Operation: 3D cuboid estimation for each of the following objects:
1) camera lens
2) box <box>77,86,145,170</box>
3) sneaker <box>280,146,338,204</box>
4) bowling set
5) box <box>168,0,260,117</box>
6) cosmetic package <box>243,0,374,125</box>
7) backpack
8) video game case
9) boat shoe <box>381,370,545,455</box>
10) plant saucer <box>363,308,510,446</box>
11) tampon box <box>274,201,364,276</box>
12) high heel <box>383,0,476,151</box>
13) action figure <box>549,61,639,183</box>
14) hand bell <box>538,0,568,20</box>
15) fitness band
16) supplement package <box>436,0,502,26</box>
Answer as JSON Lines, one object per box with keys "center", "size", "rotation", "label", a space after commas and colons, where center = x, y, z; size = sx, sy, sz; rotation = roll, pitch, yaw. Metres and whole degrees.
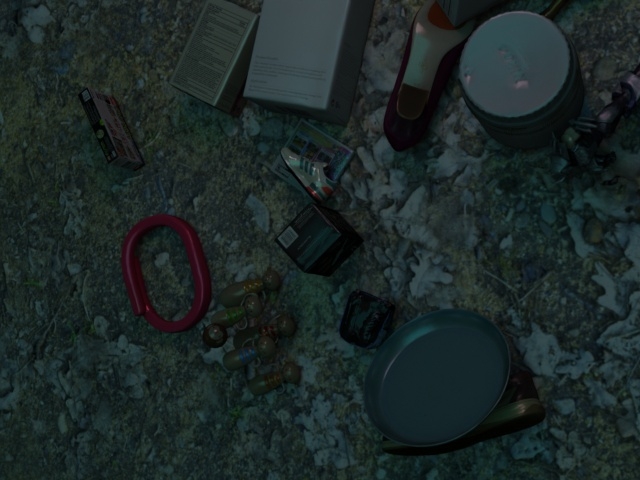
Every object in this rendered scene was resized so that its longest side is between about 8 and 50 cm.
{"center": [0.392, -0.304, 1.538], "size": [0.219, 0.274, 0.220], "rotation": [-2, 85, 21], "label": "camera lens"}
{"center": [-0.519, -0.275, 1.976], "size": [0.036, 0.114, 0.207], "rotation": [-31, 75, 16], "label": "box"}
{"center": [-0.023, -0.160, 1.792], "size": [0.075, 0.057, 0.161], "rotation": [-38, 71, -3], "label": "sneaker"}
{"center": [-0.150, 0.209, 1.755], "size": [0.154, 0.200, 0.287], "rotation": [-23, 82, 17], "label": "bowling set"}
{"center": [-0.227, -0.431, 1.868], "size": [0.148, 0.127, 0.232], "rotation": [29, 96, 21], "label": "box"}
{"center": [-0.014, -0.475, 1.777], "size": [0.217, 0.156, 0.385], "rotation": [14, 90, 21], "label": "cosmetic package"}
{"center": [0.101, 0.175, 1.713], "size": [0.105, 0.084, 0.114], "rotation": [22, 88, 23], "label": "backpack"}
{"center": [-0.019, -0.182, 1.826], "size": [0.157, 0.019, 0.143], "rotation": [35, 98, 21], "label": "video game case"}
{"center": [0.279, 0.351, 1.625], "size": [0.342, 0.123, 0.123], "rotation": [-23, 58, 21], "label": "boat shoe"}
{"center": [0.236, 0.278, 1.598], "size": [0.317, 0.044, 0.318], "rotation": [-22, 40, 20], "label": "plant saucer"}
{"center": [0.000, 0.000, 1.726], "size": [0.120, 0.161, 0.101], "rotation": [-46, 72, 11], "label": "tampon box"}
{"center": [0.228, -0.378, 1.723], "size": [0.127, 0.181, 0.377], "rotation": [27, 73, 6], "label": "high heel"}
{"center": [0.543, -0.217, 1.533], "size": [0.285, 0.185, 0.099], "rotation": [-47, 66, 1], "label": "action figure"}
{"center": [0.490, -0.492, 1.624], "size": [0.126, 0.126, 0.242], "rotation": [49, 115, 18], "label": "hand bell"}
{"center": [-0.373, 0.081, 1.926], "size": [0.209, 0.054, 0.291], "rotation": [-20, 80, 16], "label": "fitness band"}
{"center": [0.349, -0.587, 1.580], "size": [0.261, 0.204, 0.145], "rotation": [-29, 76, -4], "label": "supplement package"}
